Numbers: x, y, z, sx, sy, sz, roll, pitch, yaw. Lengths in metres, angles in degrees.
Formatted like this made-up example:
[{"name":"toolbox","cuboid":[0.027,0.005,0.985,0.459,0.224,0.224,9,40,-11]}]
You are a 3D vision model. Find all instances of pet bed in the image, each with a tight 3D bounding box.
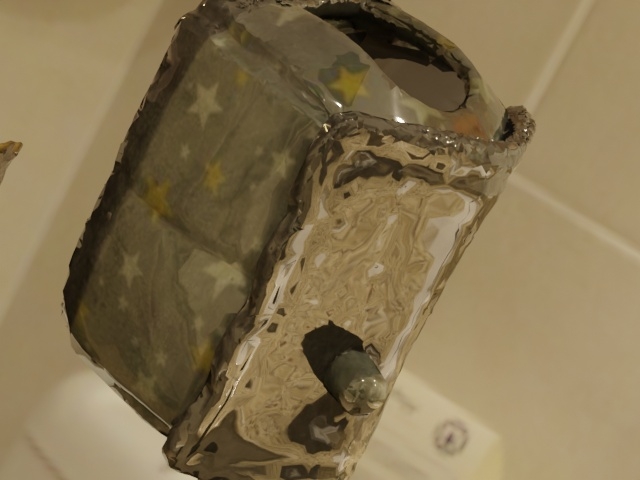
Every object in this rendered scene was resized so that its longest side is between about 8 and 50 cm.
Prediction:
[{"name":"pet bed","cuboid":[0.000,0.000,0.811,0.159,0.211,0.183,39,24,23]}]

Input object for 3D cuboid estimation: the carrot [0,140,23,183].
[{"name":"carrot","cuboid":[-0.236,0.032,0.869,0.114,0.301,0.114,19,33,-13]}]
